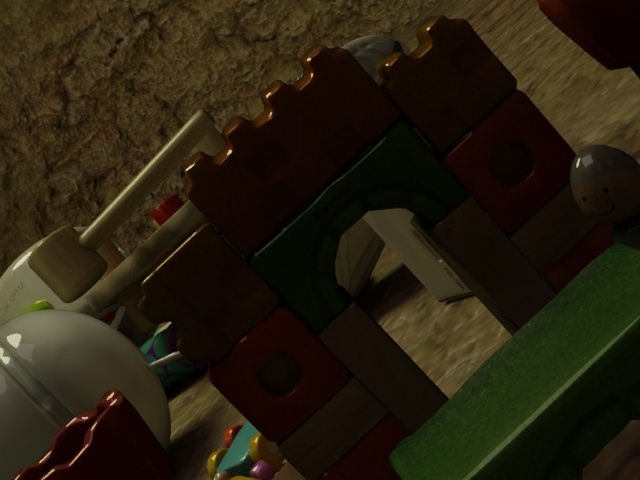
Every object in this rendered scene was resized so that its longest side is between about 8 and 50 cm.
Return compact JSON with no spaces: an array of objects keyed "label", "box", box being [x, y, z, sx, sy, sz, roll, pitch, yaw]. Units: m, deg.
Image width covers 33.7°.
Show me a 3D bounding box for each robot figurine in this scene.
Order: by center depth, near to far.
[{"label":"robot figurine","box":[-0.278,0.205,0.955,0.353,0.200,0.300,-46,51,-15]}]

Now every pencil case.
[{"label":"pencil case","box":[-0.191,0.149,1.239,0.070,0.064,0.151,2,-29,-45]}]

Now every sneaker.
[{"label":"sneaker","box":[0.017,-0.046,0.890,0.129,0.111,0.297,-40,-24,-48]}]

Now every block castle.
[{"label":"block castle","box":[0.049,0.024,0.426,0.453,0.213,0.303,-43,10,0]}]

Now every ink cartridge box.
[{"label":"ink cartridge box","box":[0.105,-0.036,0.780,0.135,0.099,0.056,-48,12,-31]}]

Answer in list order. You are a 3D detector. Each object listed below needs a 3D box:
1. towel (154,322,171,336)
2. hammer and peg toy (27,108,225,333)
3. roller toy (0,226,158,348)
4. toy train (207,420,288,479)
[{"label":"towel","box":[-0.221,0.146,1.447,0.325,0.038,0.248,-39,10,18]},{"label":"hammer and peg toy","box":[-0.135,-0.018,1.160,0.266,0.127,0.361,-40,-4,20]},{"label":"roller toy","box":[-0.306,0.087,1.316,0.191,0.146,0.209,-40,-24,-21]},{"label":"toy train","box":[-0.018,0.143,0.674,0.125,0.046,0.166,-41,13,2]}]
